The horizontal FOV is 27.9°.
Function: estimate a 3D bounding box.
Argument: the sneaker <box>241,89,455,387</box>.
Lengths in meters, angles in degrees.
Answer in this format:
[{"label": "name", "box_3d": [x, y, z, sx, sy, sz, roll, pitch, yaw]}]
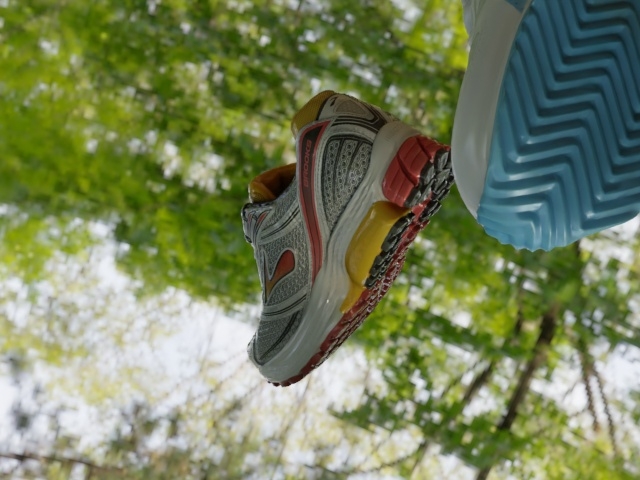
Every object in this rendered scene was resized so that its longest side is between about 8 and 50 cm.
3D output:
[{"label": "sneaker", "box_3d": [0.000, 0.000, 0.740, 0.092, 0.225, 0.088, 38, -133, 11]}]

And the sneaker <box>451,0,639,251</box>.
[{"label": "sneaker", "box_3d": [0.093, -0.089, 0.477, 0.087, 0.092, 0.229, 36, -123, -23]}]
